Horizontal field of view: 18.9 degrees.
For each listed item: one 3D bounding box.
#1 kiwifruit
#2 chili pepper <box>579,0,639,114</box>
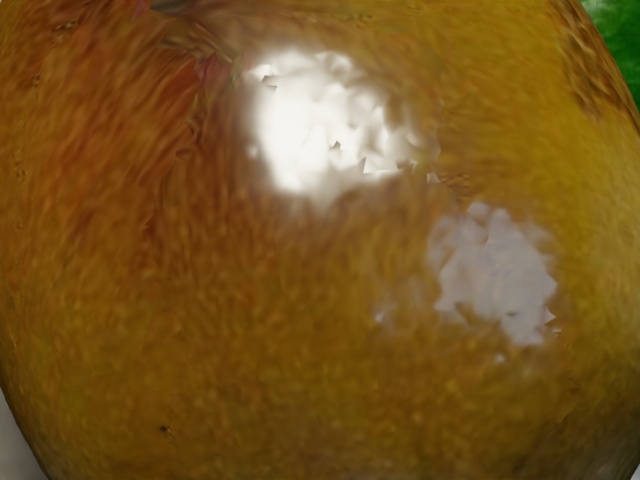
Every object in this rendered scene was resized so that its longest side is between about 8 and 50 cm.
[{"bbox_3d":[0.000,0.000,0.534,0.196,0.196,0.234,14,32,-36],"label":"kiwifruit"},{"bbox_3d":[0.132,-0.091,0.724,0.099,0.136,0.270,-21,98,-62],"label":"chili pepper"}]
